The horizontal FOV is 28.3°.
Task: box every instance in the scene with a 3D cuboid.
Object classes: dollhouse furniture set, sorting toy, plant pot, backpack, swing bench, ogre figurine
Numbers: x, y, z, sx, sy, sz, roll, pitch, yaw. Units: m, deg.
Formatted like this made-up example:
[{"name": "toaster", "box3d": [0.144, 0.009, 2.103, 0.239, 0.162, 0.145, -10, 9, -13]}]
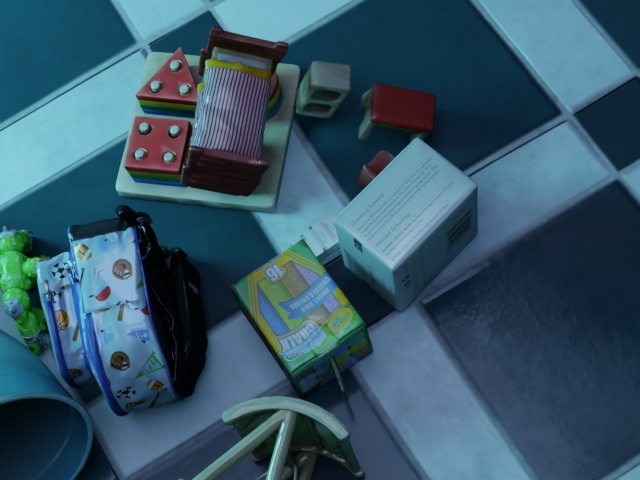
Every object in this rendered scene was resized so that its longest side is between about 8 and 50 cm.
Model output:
[{"name": "dollhouse furniture set", "box3d": [-0.009, -0.166, 1.879, 0.374, 0.152, 0.201, 9, 72, -12]}, {"name": "sorting toy", "box3d": [-0.180, -0.189, 2.003, 0.257, 0.089, 0.255, 6, 68, 10]}, {"name": "plant pot", "box3d": [-0.497, 0.234, 1.786, 0.272, 0.271, 0.255, -36, 53, -8]}, {"name": "backpack", "box3d": [-0.279, 0.116, 1.806, 0.213, 0.276, 0.263, -22, 73, 3]}, {"name": "swing bench", "box3d": [-0.078, 0.337, 1.683, 0.165, 0.253, 0.254, 29, 73, 17]}, {"name": "ogre figurine", "box3d": [-0.451, 0.064, 1.914, 0.097, 0.118, 0.197, 6, 69, 9]}]

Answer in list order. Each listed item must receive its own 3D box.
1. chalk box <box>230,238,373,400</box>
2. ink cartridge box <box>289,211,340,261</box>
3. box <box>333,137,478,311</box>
[{"name": "chalk box", "box3d": [-0.011, 0.131, 1.828, 0.132, 0.132, 0.213, -34, 69, -8]}, {"name": "ink cartridge box", "box3d": [0.000, 0.000, 1.936, 0.083, 0.028, 0.048, -34, 68, -7]}, {"name": "box", "box3d": [0.128, -0.020, 1.846, 0.119, 0.181, 0.182, 41, 78, 20]}]
